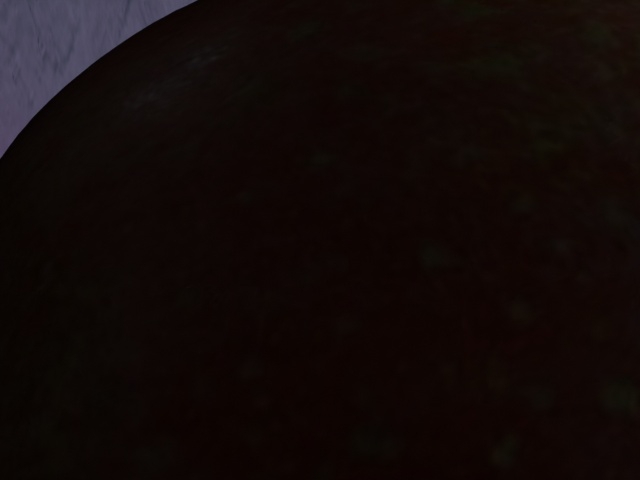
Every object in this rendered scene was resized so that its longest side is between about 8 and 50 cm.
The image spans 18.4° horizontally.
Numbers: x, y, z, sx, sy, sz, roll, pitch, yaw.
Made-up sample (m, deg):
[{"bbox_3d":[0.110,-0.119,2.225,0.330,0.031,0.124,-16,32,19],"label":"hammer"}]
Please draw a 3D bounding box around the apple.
[{"bbox_3d":[0.046,0.077,0.587,0.348,0.277,0.348,-9,90,-81],"label":"apple"}]
